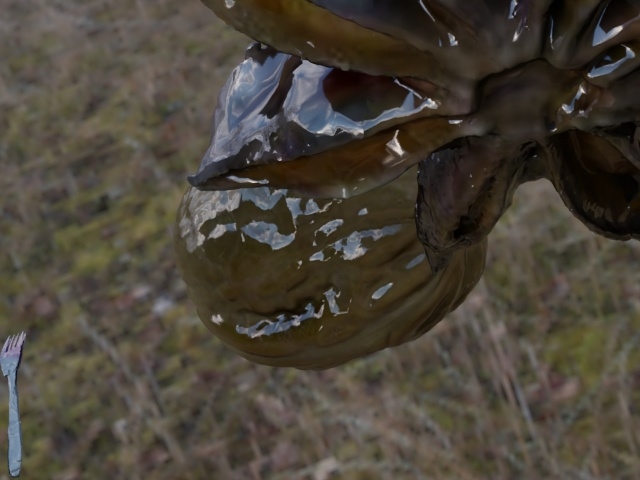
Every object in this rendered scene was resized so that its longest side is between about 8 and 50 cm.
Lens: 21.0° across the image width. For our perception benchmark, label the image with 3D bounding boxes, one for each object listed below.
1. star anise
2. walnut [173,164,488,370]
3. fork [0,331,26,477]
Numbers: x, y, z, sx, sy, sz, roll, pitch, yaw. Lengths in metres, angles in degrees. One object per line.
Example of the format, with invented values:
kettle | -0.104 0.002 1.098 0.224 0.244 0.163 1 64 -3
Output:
star anise | 0.083 -0.097 0.674 0.332 0.331 0.117 -13 55 19
walnut | 0.000 0.000 0.982 0.184 0.155 0.155 -20 19 27
fork | -0.191 0.099 1.075 0.016 0.012 0.115 -22 45 15
